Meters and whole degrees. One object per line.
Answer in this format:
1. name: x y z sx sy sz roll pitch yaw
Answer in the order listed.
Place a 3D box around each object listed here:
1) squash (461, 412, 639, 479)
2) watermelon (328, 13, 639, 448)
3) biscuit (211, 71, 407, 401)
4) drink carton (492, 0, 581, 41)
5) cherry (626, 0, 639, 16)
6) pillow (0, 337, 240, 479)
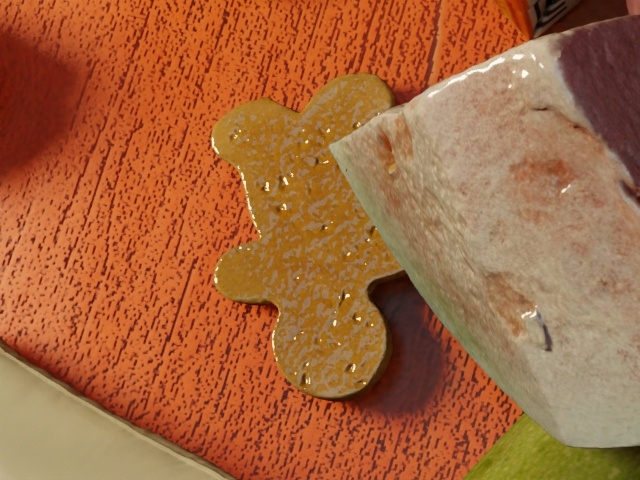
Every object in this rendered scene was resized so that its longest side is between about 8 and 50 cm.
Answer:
1. squash: 0.198 0.184 1.312 0.189 0.189 0.260 37 60 18
2. watermelon: 0.163 -0.043 1.243 0.228 0.258 0.387 -34 47 -14
3. biscuit: 0.000 0.000 1.418 0.158 0.035 0.240 -10 74 12
4. drink carton: 0.074 -0.321 1.420 0.111 0.154 0.351 -39 71 1
5. cherry: 0.323 -0.179 1.298 0.236 0.213 0.285 16 59 -21
6. pillow: -0.218 0.213 1.356 0.322 0.120 0.255 29 82 30
